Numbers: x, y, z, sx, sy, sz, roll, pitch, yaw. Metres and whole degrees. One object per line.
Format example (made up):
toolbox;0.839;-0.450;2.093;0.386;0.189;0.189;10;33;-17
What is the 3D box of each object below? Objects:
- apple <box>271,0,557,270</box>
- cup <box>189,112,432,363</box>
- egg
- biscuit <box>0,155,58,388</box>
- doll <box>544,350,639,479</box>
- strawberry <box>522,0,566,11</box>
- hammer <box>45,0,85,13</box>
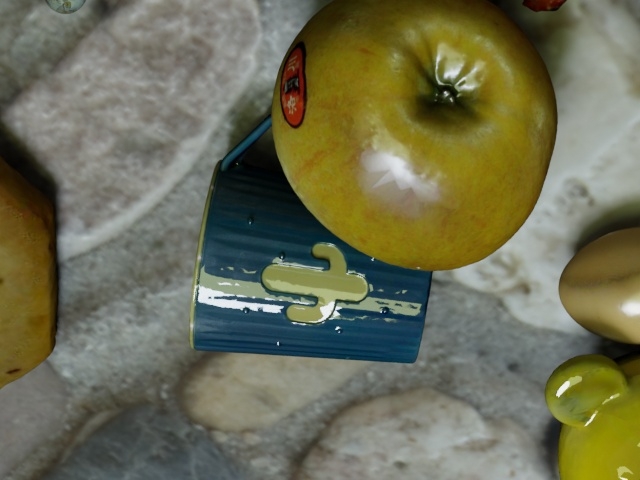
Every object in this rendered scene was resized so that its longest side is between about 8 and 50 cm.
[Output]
apple;0.059;-0.074;0.996;0.182;0.182;0.155;27;158;-6
cup;0.000;0.000;1.103;0.155;0.131;0.176;10;99;0
egg;0.208;0.031;1.091;0.096;0.080;0.080;-10;121;11
biscuit;-0.363;0.018;1.194;0.359;0.046;0.359;3;131;3
doll;0.363;0.204;1.136;0.348;0.161;0.423;-18;119;7
strawberry;0.149;-0.205;0.972;0.104;0.048;0.152;22;139;-11
hammer;-0.141;-0.168;1.065;0.083;0.052;0.031;-2;84;-8
